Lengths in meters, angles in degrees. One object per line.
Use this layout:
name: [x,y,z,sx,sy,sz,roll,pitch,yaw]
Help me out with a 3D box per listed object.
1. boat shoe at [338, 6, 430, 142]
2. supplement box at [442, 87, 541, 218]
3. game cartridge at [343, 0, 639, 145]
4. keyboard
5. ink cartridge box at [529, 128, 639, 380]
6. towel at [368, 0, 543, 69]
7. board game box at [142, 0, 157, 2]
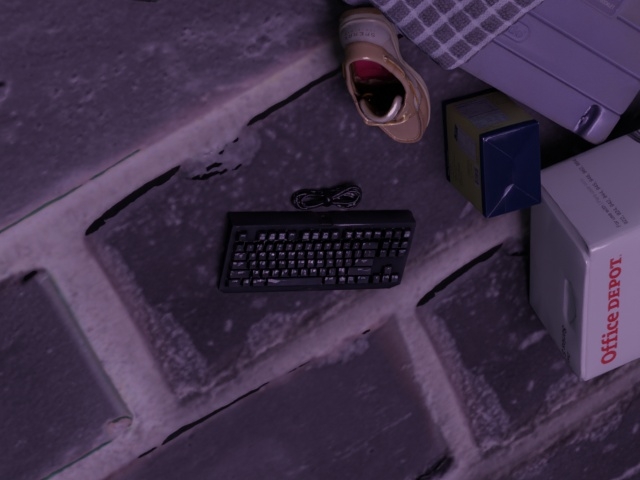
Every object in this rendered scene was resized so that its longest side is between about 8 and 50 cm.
boat shoe: [0.051,-0.126,1.653,0.063,0.059,0.170,-6,147,19]
supplement box: [0.152,-0.079,1.736,0.056,0.083,0.083,-15,122,-17]
game cartridge: [0.173,-0.249,1.670,0.355,0.068,0.230,26,100,-33]
keyboard: [0.000,0.000,1.748,0.180,0.023,0.108,-1,117,-25]
ink cartridge box: [0.335,-0.012,1.810,0.272,0.115,0.198,-22,141,-13]
towel: [0.107,-0.276,1.453,0.235,0.121,0.283,30,131,-29]
board game box: [-0.255,-0.296,1.453,0.317,0.046,0.214,3,115,-26]
